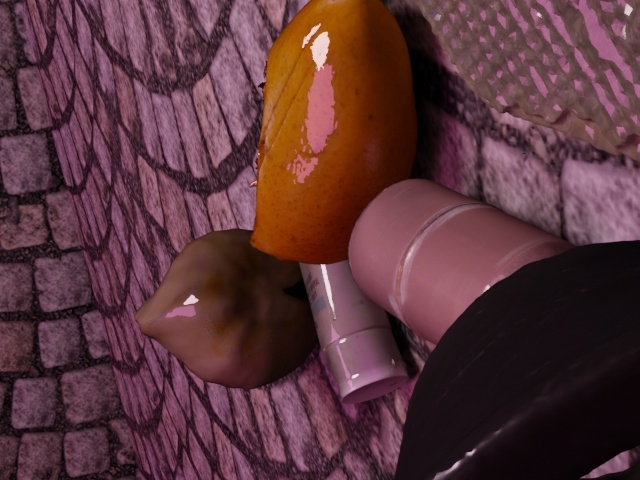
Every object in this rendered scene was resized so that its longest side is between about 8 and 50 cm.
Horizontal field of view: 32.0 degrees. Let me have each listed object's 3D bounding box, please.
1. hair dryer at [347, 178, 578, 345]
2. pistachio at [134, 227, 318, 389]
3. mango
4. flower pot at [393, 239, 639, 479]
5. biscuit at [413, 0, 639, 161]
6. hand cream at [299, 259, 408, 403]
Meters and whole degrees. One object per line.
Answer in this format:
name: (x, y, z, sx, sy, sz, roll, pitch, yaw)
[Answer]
hair dryer: (0.138, 0.131, 0.822, 0.189, 0.106, 0.344, 32, 144, 58)
pistachio: (-0.091, 0.073, 1.176, 0.288, 0.197, 0.166, 60, -163, -87)
mango: (0.011, -0.091, 0.900, 0.154, 0.126, 0.252, -111, 25, -43)
flower pot: (0.168, 0.136, 0.474, 0.251, 0.379, 0.379, -98, 0, -68)
biscuit: (0.110, -0.107, 0.416, 0.252, 0.052, 0.150, 32, 135, 43)
hand cream: (0.000, 0.000, 1.081, 0.111, 0.070, 0.312, 108, 144, -63)
